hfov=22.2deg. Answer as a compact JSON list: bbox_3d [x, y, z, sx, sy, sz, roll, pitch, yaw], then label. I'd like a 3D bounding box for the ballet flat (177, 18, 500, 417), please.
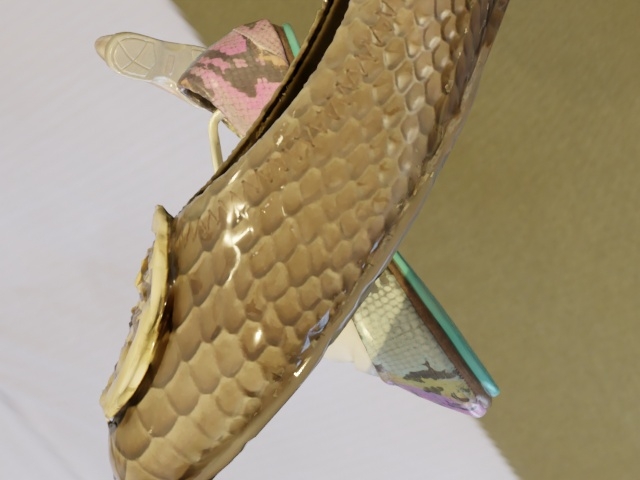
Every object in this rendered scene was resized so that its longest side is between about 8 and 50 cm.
[{"bbox_3d":[0.000,0.000,0.784,0.221,0.079,0.077,60,180,8],"label":"ballet flat"}]

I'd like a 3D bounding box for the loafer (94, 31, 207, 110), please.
[{"bbox_3d":[-0.113,-0.131,1.235,0.125,0.045,0.039,18,-174,-36],"label":"loafer"}]

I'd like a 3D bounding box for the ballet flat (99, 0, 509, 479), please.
[{"bbox_3d":[0.013,-0.061,0.342,0.058,0.250,0.084,29,-179,-14],"label":"ballet flat"}]
